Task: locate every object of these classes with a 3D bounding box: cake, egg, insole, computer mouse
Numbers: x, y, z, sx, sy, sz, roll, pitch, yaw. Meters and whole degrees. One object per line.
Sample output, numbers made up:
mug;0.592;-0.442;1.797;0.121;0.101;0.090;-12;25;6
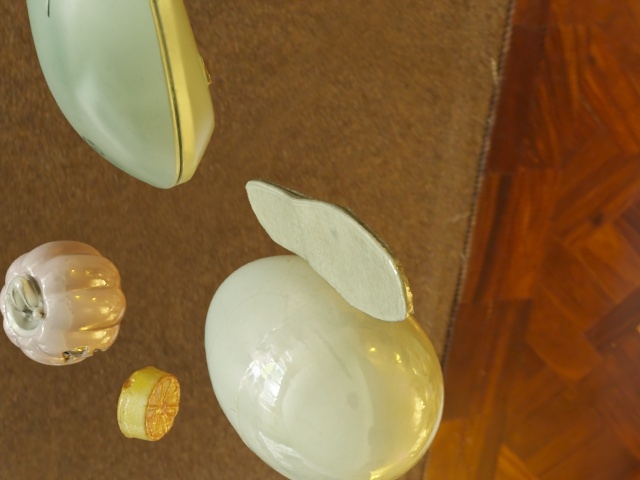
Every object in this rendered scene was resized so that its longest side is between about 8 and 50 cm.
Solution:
cake;-0.193;0.183;1.299;0.044;0.084;0.084;11;125;24
egg;-0.003;0.092;0.847;0.151;0.209;0.151;-26;135;-29
insole;0.000;0.000;0.680;0.010;0.192;0.063;-23;114;-21
computer mouse;-0.175;-0.155;0.923;0.097;0.159;0.288;-41;145;-20

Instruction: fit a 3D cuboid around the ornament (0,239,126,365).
ornament;-0.370;0.089;1.636;0.177;0.177;0.177;-8;121;-14
